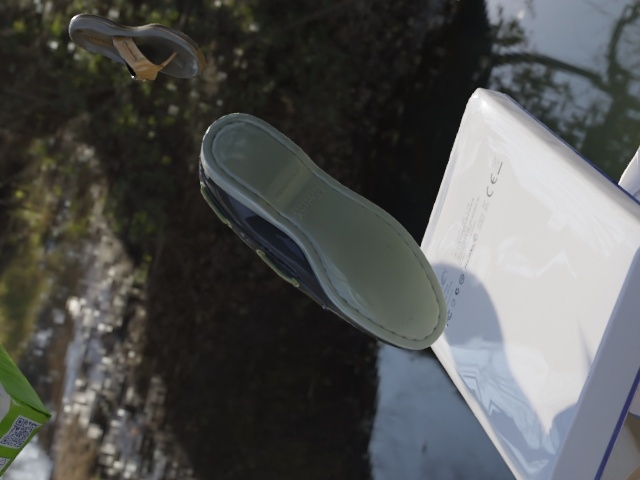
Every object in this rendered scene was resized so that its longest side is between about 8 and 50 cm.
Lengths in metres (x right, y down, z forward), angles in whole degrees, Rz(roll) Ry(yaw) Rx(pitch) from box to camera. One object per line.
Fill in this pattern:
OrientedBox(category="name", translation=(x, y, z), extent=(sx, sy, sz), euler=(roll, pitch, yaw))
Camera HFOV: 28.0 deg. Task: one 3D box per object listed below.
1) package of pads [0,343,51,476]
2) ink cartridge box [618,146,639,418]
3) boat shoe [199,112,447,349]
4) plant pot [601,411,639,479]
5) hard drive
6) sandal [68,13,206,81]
OrientedBox(category="package of pads", translation=(-0.339, 0.108, 0.870), extent=(0.229, 0.101, 0.296), euler=(-51, 48, 3))
OrientedBox(category="ink cartridge box", translation=(0.521, 0.087, 1.773), extent=(0.166, 0.395, 0.285), euler=(14, 63, 42))
OrientedBox(category="boat shoe", translation=(0.000, 0.000, 0.962), extent=(0.081, 0.228, 0.069), euler=(-44, -5, -24))
OrientedBox(category="plant pot", translation=(0.391, 0.293, 1.679), extent=(0.109, 0.109, 0.096), euler=(-47, 41, 13))
OrientedBox(category="hard drive", translation=(0.153, 0.031, 0.971), extent=(0.319, 0.040, 0.210), euler=(-120, 44, -63))
OrientedBox(category="sandal", translation=(-0.207, -0.206, 1.418), extent=(0.072, 0.180, 0.049), euler=(73, -142, -54))
